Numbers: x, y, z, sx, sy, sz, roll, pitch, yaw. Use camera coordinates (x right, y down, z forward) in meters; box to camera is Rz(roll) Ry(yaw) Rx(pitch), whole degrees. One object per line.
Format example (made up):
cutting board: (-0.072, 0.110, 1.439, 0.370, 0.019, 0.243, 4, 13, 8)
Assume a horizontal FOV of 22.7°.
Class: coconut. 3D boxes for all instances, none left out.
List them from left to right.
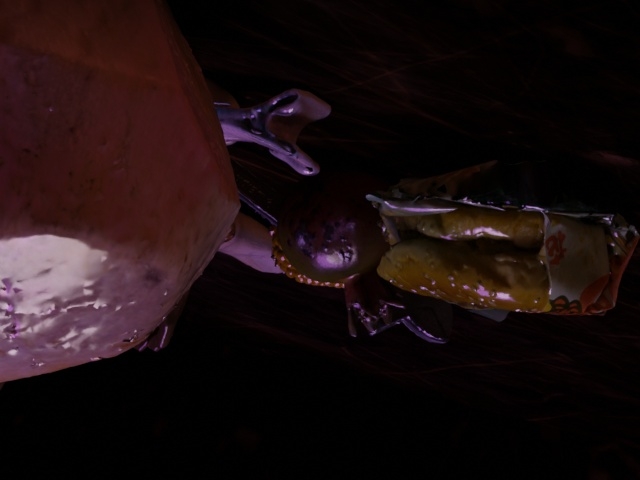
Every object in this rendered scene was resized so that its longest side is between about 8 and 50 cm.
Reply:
coconut: (-0.227, -0.063, 1.110, 0.352, 0.353, 0.352, 17, 171, 3)

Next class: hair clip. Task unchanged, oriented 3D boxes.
hair clip: (-0.101, -0.108, 1.352, 0.218, 0.071, 0.159, 5, 163, 33)

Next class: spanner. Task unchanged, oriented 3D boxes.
spanner: (0.000, 0.000, 1.594, 0.325, 0.093, 0.026, 38, 150, 3)

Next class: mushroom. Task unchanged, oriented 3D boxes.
mushroom: (-0.101, -0.005, 1.983, 0.084, 0.071, 0.209, -23, 155, 23)

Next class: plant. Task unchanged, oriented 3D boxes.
plant: (0.175, 0.056, 1.863, 0.102, 0.051, 0.051, 27, 169, -16)

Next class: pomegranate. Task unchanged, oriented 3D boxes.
pomegranate: (0.022, 0.003, 1.512, 0.129, 0.159, 0.129, -1, 145, -1)

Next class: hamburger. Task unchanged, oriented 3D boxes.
hamburger: (0.131, 0.001, 1.355, 0.214, 0.125, 0.235, -3, 173, 40)

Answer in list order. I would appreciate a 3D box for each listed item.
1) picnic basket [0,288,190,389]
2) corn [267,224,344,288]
picnic basket: (-0.275, 0.012, 1.546, 0.291, 0.321, 0.254, 35, 169, -19)
corn: (0.062, 0.012, 1.688, 0.260, 0.091, 0.091, 6, 157, 32)
